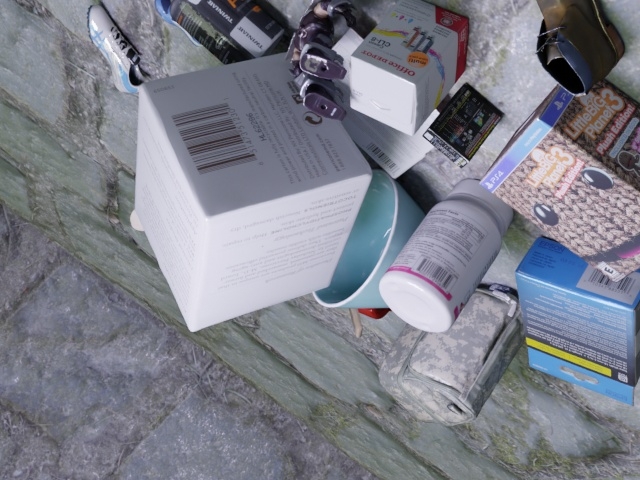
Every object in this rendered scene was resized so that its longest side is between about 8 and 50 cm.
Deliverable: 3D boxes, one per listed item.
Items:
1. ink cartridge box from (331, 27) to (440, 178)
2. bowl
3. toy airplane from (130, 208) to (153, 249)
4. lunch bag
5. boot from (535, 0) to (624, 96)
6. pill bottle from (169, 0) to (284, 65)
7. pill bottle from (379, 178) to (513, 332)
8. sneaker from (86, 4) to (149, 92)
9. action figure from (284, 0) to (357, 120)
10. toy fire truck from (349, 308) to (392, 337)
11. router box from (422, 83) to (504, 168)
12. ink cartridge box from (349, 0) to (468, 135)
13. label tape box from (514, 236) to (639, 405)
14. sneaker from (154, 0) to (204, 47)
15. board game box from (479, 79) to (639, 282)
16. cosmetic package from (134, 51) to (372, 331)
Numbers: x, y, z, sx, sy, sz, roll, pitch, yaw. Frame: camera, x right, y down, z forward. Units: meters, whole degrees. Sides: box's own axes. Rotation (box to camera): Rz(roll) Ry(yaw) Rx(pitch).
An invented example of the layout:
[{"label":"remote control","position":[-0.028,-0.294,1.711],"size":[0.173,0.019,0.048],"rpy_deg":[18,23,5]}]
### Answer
[{"label":"ink cartridge box","position":[0.112,-0.267,1.759],"size":[0.275,0.060,0.239],"rpy_deg":[42,148,-7]},{"label":"bowl","position":[0.128,0.019,1.981],"size":[0.163,0.312,0.311],"rpy_deg":[23,161,-26]},{"label":"toy airplane","position":[-0.270,-0.045,2.348],"size":[0.384,0.272,0.386],"rpy_deg":[32,139,-8]},{"label":"lunch bag","position":[0.315,0.252,2.069],"size":[0.212,0.305,0.256],"rpy_deg":[45,157,-19]},{"label":"boot","position":[0.346,-0.311,1.335],"size":[0.219,0.106,0.082],"rpy_deg":[45,153,-14]},{"label":"pill bottle","position":[-0.200,-0.438,1.795],"size":[0.245,0.130,0.130],"rpy_deg":[40,154,-5]},{"label":"pill bottle","position":[0.250,0.025,1.794],"size":[0.160,0.283,0.160],"rpy_deg":[30,152,17]},{"label":"sneaker","position":[-0.477,-0.454,2.193],"size":[0.086,0.085,0.237],"rpy_deg":[-6,132,19]},{"label":"action figure","position":[-0.001,-0.327,1.617],"size":[0.099,0.285,0.185],"rpy_deg":[11,126,-11]},{"label":"toy fire truck","position":[0.107,0.124,2.176],"size":[0.158,0.246,0.217],"rpy_deg":[21,149,33]},{"label":"router box","position":[0.249,-0.200,1.620],"size":[0.092,0.122,0.038],"rpy_deg":[40,158,-1]},{"label":"ink cartridge box","position":[0.146,-0.291,1.541],"size":[0.128,0.176,0.127],"rpy_deg":[27,152,20]},{"label":"label tape box","position":[0.534,0.164,1.861],"size":[0.240,0.106,0.334],"rpy_deg":[20,149,32]},{"label":"sneaker","position":[-0.280,-0.468,1.941],"size":[0.144,0.053,0.059],"rpy_deg":[37,156,-16]},{"label":"board game box","position":[0.448,-0.103,1.502],"size":[0.291,0.141,0.232],"rpy_deg":[36,154,3]},{"label":"cosmetic package","position":[-0.150,-0.093,1.790],"size":[0.329,0.327,0.394],"rpy_deg":[61,154,25]}]
